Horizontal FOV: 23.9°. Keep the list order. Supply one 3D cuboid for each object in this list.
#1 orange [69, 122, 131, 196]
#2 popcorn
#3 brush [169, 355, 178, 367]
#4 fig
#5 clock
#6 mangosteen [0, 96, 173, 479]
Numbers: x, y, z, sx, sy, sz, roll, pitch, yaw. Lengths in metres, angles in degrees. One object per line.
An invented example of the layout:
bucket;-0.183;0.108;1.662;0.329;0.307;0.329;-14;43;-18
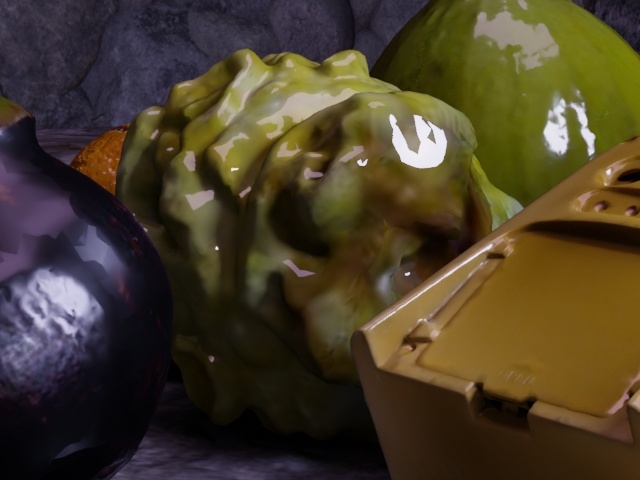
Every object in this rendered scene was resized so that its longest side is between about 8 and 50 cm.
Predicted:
orange;-0.173;-0.024;1.481;0.193;0.193;0.161;-8;31;-43
popcorn;-0.010;0.008;1.137;0.312;0.312;0.312;1;10;0
brush;-0.225;0.075;1.298;0.301;0.071;0.084;2;-1;5
fig;0.181;-0.076;1.413;0.343;0.343;0.343;1;10;0
clock;0.207;0.053;0.859;0.244;0.200;0.317;16;49;44
mangosteen;-0.226;0.042;0.884;0.287;0.288;0.233;6;-11;22
